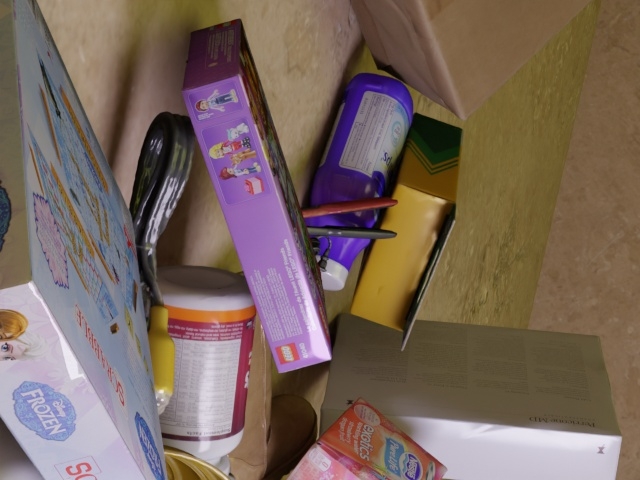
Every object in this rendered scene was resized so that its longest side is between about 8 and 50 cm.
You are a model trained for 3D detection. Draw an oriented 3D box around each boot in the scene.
[{"bbox_3d":[-0.072,0.156,1.520,0.236,0.089,0.269,-48,143,-55],"label":"boot"}]

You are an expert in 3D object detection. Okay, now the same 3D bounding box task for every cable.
[{"bbox_3d":[-0.154,0.033,1.173,0.072,0.139,0.287,17,78,-25],"label":"cable"}]

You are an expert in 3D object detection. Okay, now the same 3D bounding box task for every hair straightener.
[{"bbox_3d":[0.000,0.000,1.563,0.230,0.047,0.089,-8,101,-40],"label":"hair straightener"}]

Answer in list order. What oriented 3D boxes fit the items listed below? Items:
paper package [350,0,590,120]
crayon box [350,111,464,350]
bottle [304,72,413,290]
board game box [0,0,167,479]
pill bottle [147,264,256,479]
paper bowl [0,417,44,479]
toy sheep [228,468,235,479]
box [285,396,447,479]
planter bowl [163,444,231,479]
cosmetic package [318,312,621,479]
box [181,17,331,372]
[{"bbox_3d":[0.198,-0.371,1.635,0.325,0.168,0.309,-43,142,-12],"label":"paper package"},{"bbox_3d":[0.118,-0.021,1.767,0.323,0.083,0.203,-74,-177,-64],"label":"crayon box"},{"bbox_3d":[0.041,-0.075,1.690,0.118,0.092,0.282,72,35,-64],"label":"bottle"},{"bbox_3d":[-0.189,0.007,0.922,0.318,0.066,0.318,75,0,-50],"label":"board game box"},{"bbox_3d":[-0.131,0.143,1.295,0.121,0.121,0.221,-23,122,-67],"label":"pill bottle"},{"bbox_3d":[-0.274,0.232,0.920,0.284,0.148,0.284,10,90,-71],"label":"paper bowl"},{"bbox_3d":[-0.136,0.268,1.409,0.132,0.091,0.091,-58,158,-3],"label":"toy sheep"},{"bbox_3d":[-0.001,0.357,1.565,0.300,0.142,0.154,-56,169,24],"label":"box"},{"bbox_3d":[-0.178,0.252,1.205,0.090,0.217,0.217,-116,-158,-57],"label":"planter bowl"},{"bbox_3d":[0.196,0.212,1.759,0.284,0.377,0.097,-73,167,-69],"label":"cosmetic package"},{"bbox_3d":[-0.059,-0.047,1.257,0.201,0.057,0.293,-97,170,-66],"label":"box"}]
